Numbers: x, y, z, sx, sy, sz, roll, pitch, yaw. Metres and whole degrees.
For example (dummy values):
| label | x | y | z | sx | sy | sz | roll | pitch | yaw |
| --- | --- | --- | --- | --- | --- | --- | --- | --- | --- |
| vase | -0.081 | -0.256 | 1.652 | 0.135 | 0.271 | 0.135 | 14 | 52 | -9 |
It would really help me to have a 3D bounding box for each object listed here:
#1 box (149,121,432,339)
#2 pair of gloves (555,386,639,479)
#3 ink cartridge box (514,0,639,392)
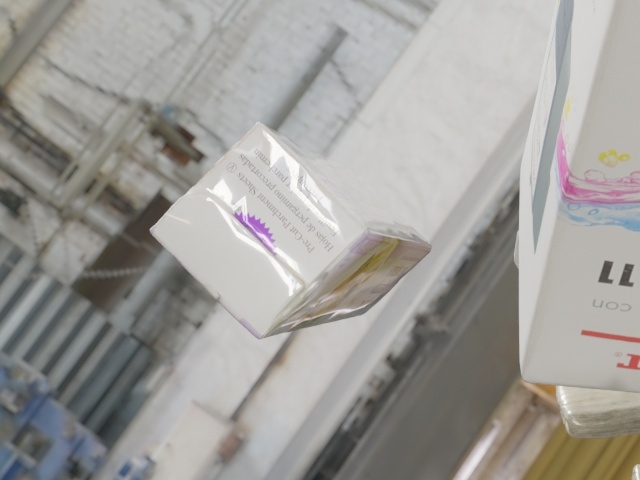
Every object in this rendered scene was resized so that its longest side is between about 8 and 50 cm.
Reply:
| label | x | y | z | sx | sy | sz | roll | pitch | yaw |
| --- | --- | --- | --- | --- | --- | --- | --- | --- | --- |
| box | 0.000 | 0.000 | 0.707 | 0.067 | 0.063 | 0.324 | 46 | 5 | 6 |
| pair of gloves | 0.227 | 0.096 | 0.672 | 0.240 | 0.204 | 0.042 | -107 | -173 | -75 |
| ink cartridge box | 0.184 | -0.042 | 0.508 | 0.207 | 0.119 | 0.353 | 5 | -37 | 2 |
